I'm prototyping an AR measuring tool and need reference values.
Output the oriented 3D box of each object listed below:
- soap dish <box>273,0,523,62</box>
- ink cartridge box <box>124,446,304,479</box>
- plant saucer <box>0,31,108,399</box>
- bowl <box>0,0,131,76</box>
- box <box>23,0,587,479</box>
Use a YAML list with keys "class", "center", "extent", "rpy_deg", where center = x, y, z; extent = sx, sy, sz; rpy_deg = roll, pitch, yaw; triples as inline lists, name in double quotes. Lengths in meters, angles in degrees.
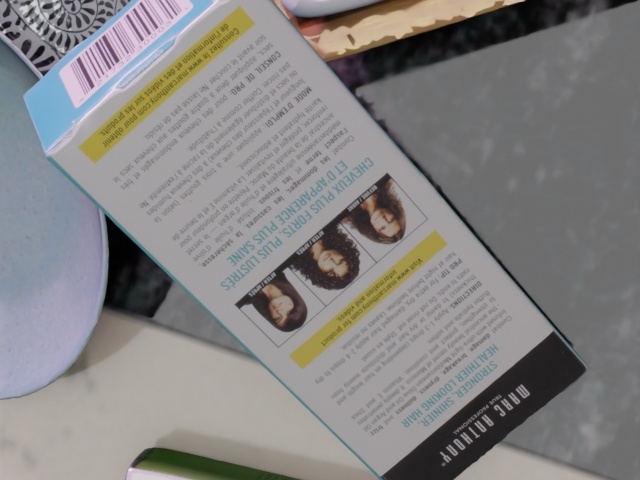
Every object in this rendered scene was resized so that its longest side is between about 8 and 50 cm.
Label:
- class: "soap dish"
  center: [0.088, -0.218, 0.705]
  extent: [0.291, 0.118, 0.229]
  rpy_deg: [-17, 90, 5]
- class: "ink cartridge box"
  center: [0.008, 0.170, 0.748]
  extent: [0.209, 0.062, 0.109]
  rpy_deg: [12, 92, 4]
- class: "plant saucer"
  center: [-0.164, -0.024, 0.744]
  extent: [0.195, 0.037, 0.195]
  rpy_deg: [13, 118, 26]
- class: "bowl"
  center: [-0.107, -0.118, 0.730]
  extent: [0.170, 0.170, 0.080]
  rpy_deg: [51, 50, 2]
- class: "box"
  center: [0.000, 0.000, 0.684]
  extent: [0.100, 0.060, 0.244]
  rpy_deg: [-40, 122, 4]
